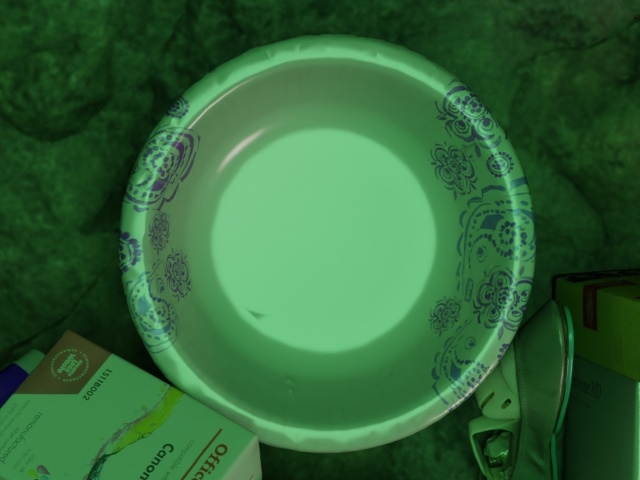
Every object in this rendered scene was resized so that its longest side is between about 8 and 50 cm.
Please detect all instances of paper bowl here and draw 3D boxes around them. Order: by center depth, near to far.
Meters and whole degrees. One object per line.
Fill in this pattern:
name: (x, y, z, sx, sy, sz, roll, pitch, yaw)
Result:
paper bowl: (0.000, 0.000, 1.225, 0.284, 0.148, 0.284, 0, 93, -7)

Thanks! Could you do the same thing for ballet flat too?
ballet flat: (0.140, 0.123, 1.234, 0.068, 0.213, 0.072, -4, 49, -1)

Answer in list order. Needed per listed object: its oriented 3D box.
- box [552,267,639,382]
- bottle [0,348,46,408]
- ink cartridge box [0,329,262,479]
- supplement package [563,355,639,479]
box: (0.230, 0.057, 1.210, 0.087, 0.232, 0.058, -4, 94, -6)
bottle: (-0.290, 0.185, 1.202, 0.283, 0.092, 0.118, -39, 88, -21)
ink cartridge box: (-0.117, 0.157, 1.141, 0.198, 0.067, 0.115, 26, 59, 19)
supplement package: (0.277, 0.234, 1.250, 0.175, 0.177, 0.293, 2, 92, -7)
